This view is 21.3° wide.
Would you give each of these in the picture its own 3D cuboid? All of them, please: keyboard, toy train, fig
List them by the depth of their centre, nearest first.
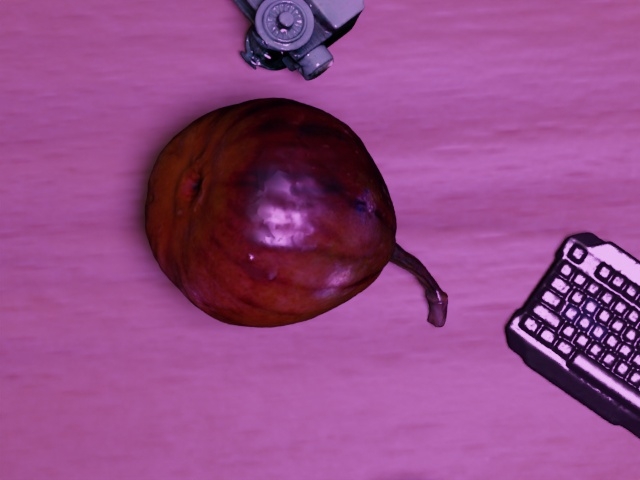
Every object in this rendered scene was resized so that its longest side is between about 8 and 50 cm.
[{"bbox_3d":[-0.012,-0.018,1.096,0.202,0.149,0.148,-2,82,-5],"label":"fig"},{"bbox_3d":[-0.037,-0.191,1.147,0.099,0.070,0.172,-38,89,-13],"label":"toy train"},{"bbox_3d":[0.256,0.101,1.159,0.262,0.016,0.106,35,87,1],"label":"keyboard"}]
